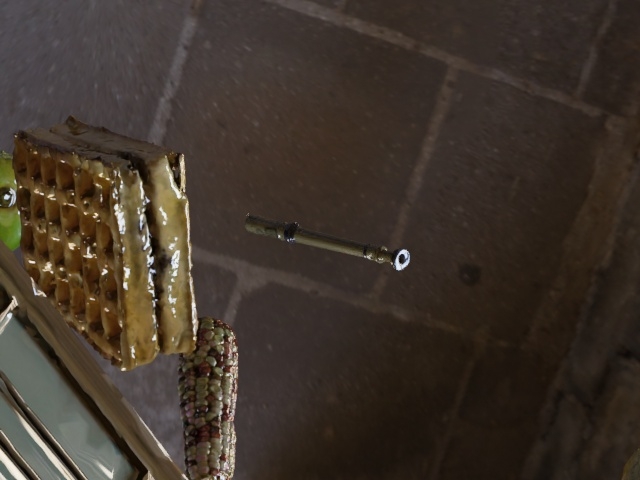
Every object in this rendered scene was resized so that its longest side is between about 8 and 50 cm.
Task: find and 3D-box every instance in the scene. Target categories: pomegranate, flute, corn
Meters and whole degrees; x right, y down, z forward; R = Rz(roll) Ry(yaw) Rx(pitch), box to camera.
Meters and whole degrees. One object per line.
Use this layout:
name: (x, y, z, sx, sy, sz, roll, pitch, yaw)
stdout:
pomegranate: (-0.500, -0.059, 1.574, 0.240, 0.190, 0.159, 18, 93, 4)
flute: (0.000, 0.000, 1.275, 0.027, 0.233, 0.027, -16, 112, -46)
corn: (-0.162, 0.238, 1.665, 0.092, 0.281, 0.092, -4, 144, -3)

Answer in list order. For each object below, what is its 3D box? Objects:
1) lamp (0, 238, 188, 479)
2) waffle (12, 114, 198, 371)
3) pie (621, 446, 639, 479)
lamp: (-0.097, 0.072, 0.313, 0.089, 0.090, 0.325, -25, 108, 26)
waffle: (-0.235, -0.010, 1.210, 0.091, 0.308, 0.213, -11, 108, -31)
pie: (0.321, 0.351, 1.173, 0.075, 0.337, 0.338, 8, 103, 16)
